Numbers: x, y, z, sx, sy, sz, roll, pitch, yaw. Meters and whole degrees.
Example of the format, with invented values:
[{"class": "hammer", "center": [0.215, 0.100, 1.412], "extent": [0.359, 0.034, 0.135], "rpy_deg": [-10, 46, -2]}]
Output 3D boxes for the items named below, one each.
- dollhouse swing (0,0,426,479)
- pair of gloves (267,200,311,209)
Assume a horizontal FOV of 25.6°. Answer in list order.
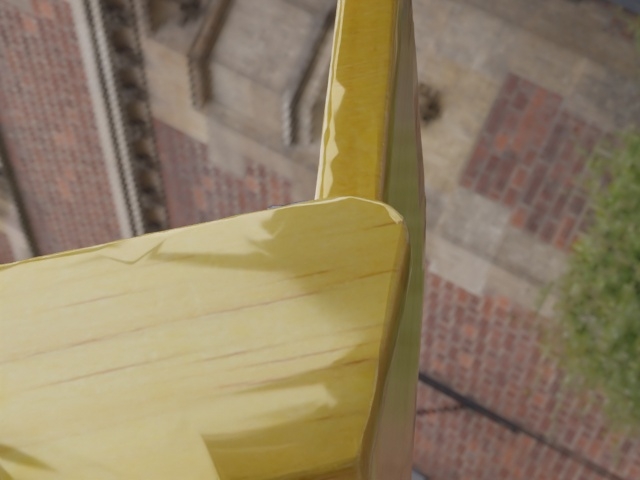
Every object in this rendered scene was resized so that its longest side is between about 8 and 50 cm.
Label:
[{"class": "dollhouse swing", "center": [-0.075, 0.068, 0.704], "extent": [0.347, 0.315, 0.305], "rpy_deg": [79, 180, -56]}, {"class": "pair of gloves", "center": [0.000, 0.000, 1.031], "extent": [0.083, 0.074, 0.010], "rpy_deg": [54, -135, -39]}]
